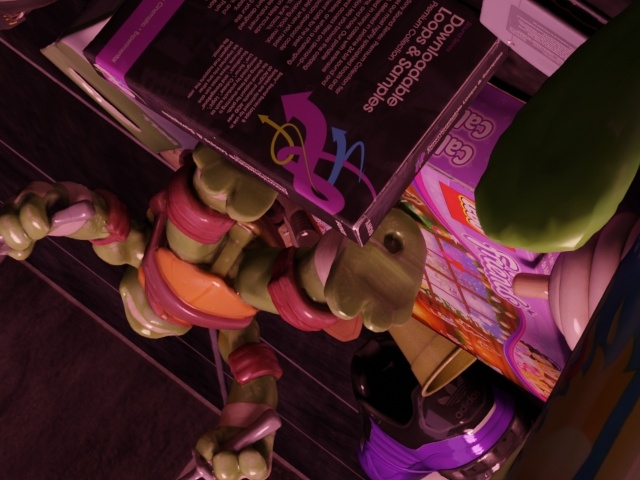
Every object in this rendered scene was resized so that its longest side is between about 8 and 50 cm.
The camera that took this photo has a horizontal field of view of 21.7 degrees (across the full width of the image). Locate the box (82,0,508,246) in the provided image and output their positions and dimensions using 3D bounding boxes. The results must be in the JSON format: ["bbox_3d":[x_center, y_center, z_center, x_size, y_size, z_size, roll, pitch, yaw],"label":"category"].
[{"bbox_3d":[-0.012,-0.086,0.762,0.162,0.116,0.029,34,169,21],"label":"box"}]

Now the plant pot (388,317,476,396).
[{"bbox_3d":[0.074,0.048,1.121,0.079,0.083,0.083,48,170,14],"label":"plant pot"}]

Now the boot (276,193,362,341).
[{"bbox_3d":[0.000,0.000,1.141,0.087,0.042,0.118,-99,-8,-52],"label":"boot"}]

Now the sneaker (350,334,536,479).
[{"bbox_3d":[0.079,0.138,1.390,0.146,0.102,0.293,44,162,-9],"label":"sneaker"}]

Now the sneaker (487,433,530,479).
[{"bbox_3d":[0.277,0.192,0.716,0.482,0.202,0.185,32,180,32],"label":"sneaker"}]

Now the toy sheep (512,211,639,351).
[{"bbox_3d":[0.152,0.027,0.771,0.132,0.091,0.091,-2,148,27],"label":"toy sheep"}]

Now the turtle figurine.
[{"bbox_3d":[-0.085,0.048,0.910,0.266,0.274,0.198,-32,77,55],"label":"turtle figurine"}]

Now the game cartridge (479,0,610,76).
[{"bbox_3d":[0.104,-0.081,0.687,0.083,0.017,0.056,36,164,10],"label":"game cartridge"}]

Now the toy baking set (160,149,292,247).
[{"bbox_3d":[-0.057,-0.027,1.312,0.256,0.030,0.197,32,167,25],"label":"toy baking set"}]

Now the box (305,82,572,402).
[{"bbox_3d":[0.065,-0.016,0.931,0.201,0.057,0.293,32,166,27],"label":"box"}]

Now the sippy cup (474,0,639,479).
[{"bbox_3d":[0.174,0.072,0.548,0.305,0.224,0.240,38,167,5],"label":"sippy cup"}]

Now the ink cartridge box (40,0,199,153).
[{"bbox_3d":[-0.096,-0.113,1.030,0.109,0.062,0.209,41,168,-16],"label":"ink cartridge box"}]

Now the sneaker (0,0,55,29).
[{"bbox_3d":[-0.205,-0.184,1.102,0.222,0.083,0.118,17,175,43],"label":"sneaker"}]
